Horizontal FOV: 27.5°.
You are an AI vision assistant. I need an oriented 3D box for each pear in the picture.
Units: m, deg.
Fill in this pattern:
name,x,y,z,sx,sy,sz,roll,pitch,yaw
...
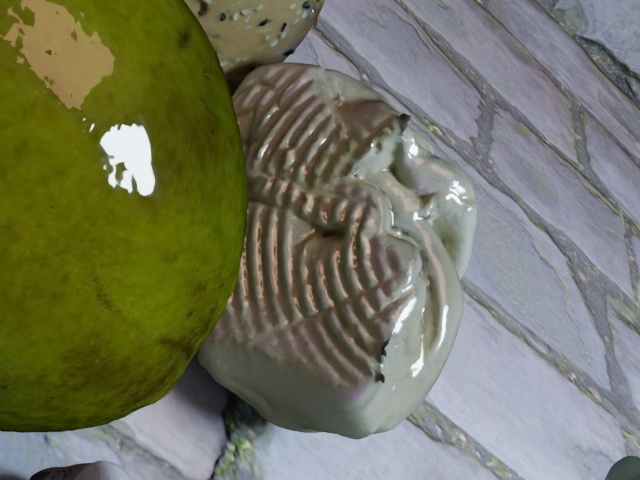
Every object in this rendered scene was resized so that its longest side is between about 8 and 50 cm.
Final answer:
name,x,y,z,sx,sy,sz,roll,pitch,yaw
pear,-0.221,-0.066,0.852,0.413,0.352,0.352,44,28,-28

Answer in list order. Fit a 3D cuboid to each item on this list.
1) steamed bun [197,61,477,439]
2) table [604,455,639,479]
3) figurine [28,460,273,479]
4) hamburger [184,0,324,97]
name,x,y,z,sx,sy,sz,roll,pitch,yaw
steamed bun,0.002,0.020,1.153,0.206,0.275,0.320,56,40,-64
table,0.237,0.301,1.192,0.166,0.198,0.166,35,32,-26
figurine,-0.090,0.214,0.899,0.222,0.145,0.145,28,35,-33
hamburger,-0.177,-0.221,1.137,0.318,0.277,0.195,14,41,-47
